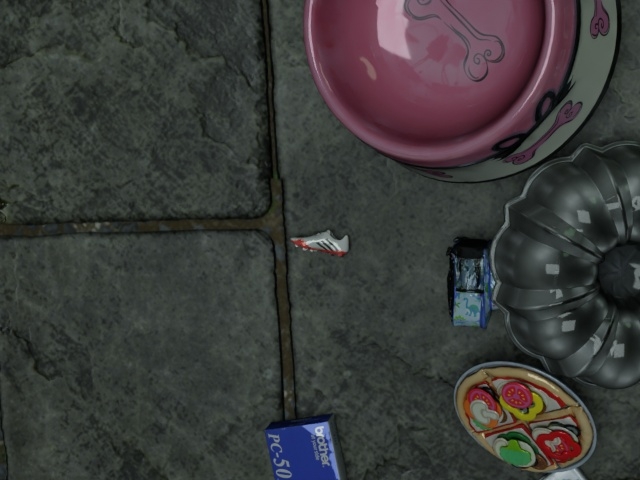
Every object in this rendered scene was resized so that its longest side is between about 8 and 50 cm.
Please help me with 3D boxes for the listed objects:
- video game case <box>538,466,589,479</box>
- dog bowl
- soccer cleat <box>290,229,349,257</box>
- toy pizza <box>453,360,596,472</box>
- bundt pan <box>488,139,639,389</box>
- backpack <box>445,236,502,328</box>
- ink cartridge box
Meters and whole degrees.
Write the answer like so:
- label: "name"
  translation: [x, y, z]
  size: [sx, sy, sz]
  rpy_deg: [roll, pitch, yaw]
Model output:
- label: "video game case"
  translation: [0.337, 0.426, 1.834]
  size: [0.173, 0.022, 0.190]
  rpy_deg: [-38, 88, 17]
- label: "dog bowl"
  translation: [0.158, -0.270, 1.657]
  size: [0.408, 0.150, 0.408]
  rpy_deg: [3, 97, 27]
- label: "soccer cleat"
  translation: [0.000, 0.000, 1.850]
  size: [0.083, 0.029, 0.035]
  rpy_deg: [12, 93, 9]
- label: "toy pizza"
  translation: [0.269, 0.243, 1.765]
  size: [0.201, 0.032, 0.201]
  rpy_deg: [18, 135, 19]
- label: "bundt pan"
  translation: [0.383, 0.040, 1.662]
  size: [0.331, 0.124, 0.331]
  rpy_deg: [0, 98, -3]
- label: "backpack"
  translation: [0.211, 0.060, 1.764]
  size: [0.084, 0.105, 0.114]
  rpy_deg: [5, 100, 12]
- label: "ink cartridge box"
  translation: [-0.010, 0.359, 1.898]
  size: [0.097, 0.046, 0.207]
  rpy_deg: [-10, 96, 14]
